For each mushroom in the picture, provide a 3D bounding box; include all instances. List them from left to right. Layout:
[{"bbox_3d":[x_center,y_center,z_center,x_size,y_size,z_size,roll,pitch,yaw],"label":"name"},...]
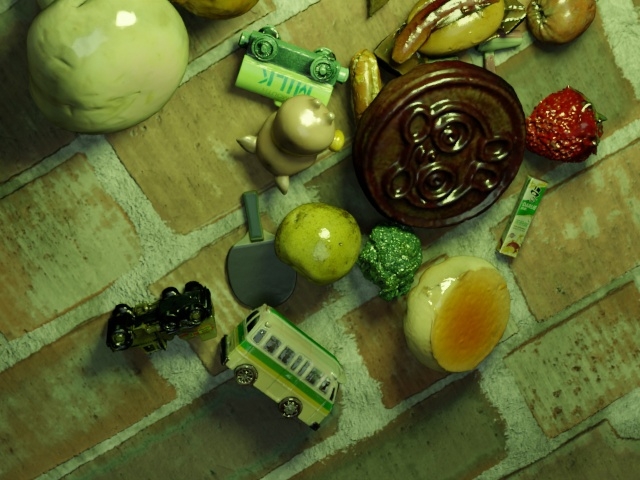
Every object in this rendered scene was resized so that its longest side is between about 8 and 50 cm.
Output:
[{"bbox_3d":[-0.460,-0.377,1.642,0.353,0.353,0.325,24,89,-14],"label":"mushroom"}]

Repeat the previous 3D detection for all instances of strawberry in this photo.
[{"bbox_3d":[0.557,-0.258,1.882,0.201,0.187,0.184,-14,132,26],"label":"strawberry"}]

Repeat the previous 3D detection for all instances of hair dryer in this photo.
[{"bbox_3d":[0.404,-0.414,1.880,0.106,0.054,0.154,-1,117,-11],"label":"hair dryer"}]

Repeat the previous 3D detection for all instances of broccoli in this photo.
[{"bbox_3d":[0.167,0.042,1.933,0.195,0.195,0.156,44,133,-17],"label":"broccoli"}]

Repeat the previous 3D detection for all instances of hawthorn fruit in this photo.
[{"bbox_3d":[0.557,-0.512,1.810,0.189,0.149,0.149,-9,108,0],"label":"hawthorn fruit"}]

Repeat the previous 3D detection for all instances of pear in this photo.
[{"bbox_3d":[0.000,0.000,1.878,0.197,0.197,0.197,-2,107,-6],"label":"pear"}]

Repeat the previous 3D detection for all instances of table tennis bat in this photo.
[{"bbox_3d":[-0.150,0.027,1.953,0.173,0.022,0.301,-9,109,-3],"label":"table tennis bat"}]

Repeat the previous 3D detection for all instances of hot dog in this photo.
[{"bbox_3d":[0.110,-0.296,1.837,0.072,0.115,0.269,-10,106,-7],"label":"hot dog"},{"bbox_3d":[0.282,-0.471,1.761,0.326,0.107,0.194,-39,69,-3],"label":"hot dog"}]

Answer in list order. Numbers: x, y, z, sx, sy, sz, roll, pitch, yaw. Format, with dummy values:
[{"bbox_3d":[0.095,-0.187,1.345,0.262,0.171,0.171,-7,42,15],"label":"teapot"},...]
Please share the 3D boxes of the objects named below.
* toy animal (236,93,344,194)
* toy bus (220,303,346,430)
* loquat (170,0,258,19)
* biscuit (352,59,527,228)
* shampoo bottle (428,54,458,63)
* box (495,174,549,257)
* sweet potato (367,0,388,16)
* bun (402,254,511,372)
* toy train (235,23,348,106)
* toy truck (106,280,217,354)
[{"bbox_3d":[-0.050,-0.232,1.789,0.165,0.149,0.248,54,136,3],"label":"toy animal"},{"bbox_3d":[-0.081,0.305,1.984,0.305,0.143,0.179,40,98,-16],"label":"toy bus"},{"bbox_3d":[-0.215,-0.595,1.635,0.276,0.276,0.284,32,98,-15],"label":"loquat"},{"bbox_3d":[0.272,-0.198,1.806,0.407,0.091,0.408,-7,124,-11],"label":"biscuit"},{"bbox_3d":[0.283,-0.292,1.875,0.085,0.085,0.263,-8,108,-5],"label":"shampoo bottle"},{"bbox_3d":[0.495,-0.059,1.996,0.049,0.041,0.207,18,105,-12],"label":"box"},{"bbox_3d":[0.155,-0.620,1.765,0.074,0.075,0.270,10,102,-10],"label":"sweet potato"},{"bbox_3d":[0.311,0.168,1.973,0.298,0.164,0.299,-13,113,-33],"label":"bun"},{"bbox_3d":[-0.071,-0.371,1.805,0.253,0.105,0.157,17,118,-10],"label":"toy train"},{"bbox_3d":[-0.378,0.199,1.930,0.257,0.127,0.127,-14,123,-2],"label":"toy truck"}]
